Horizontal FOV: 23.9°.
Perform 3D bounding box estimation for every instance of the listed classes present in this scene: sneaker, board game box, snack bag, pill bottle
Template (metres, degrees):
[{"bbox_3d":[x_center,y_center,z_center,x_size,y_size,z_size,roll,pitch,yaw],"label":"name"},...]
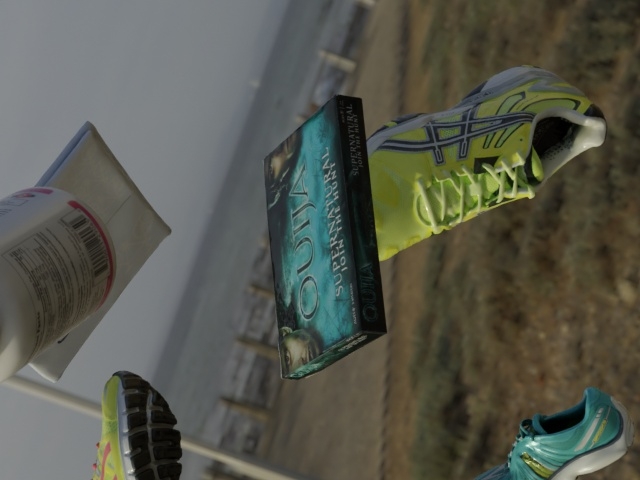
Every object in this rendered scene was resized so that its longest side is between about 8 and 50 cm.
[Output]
[{"bbox_3d":[0.321,0.302,2.193,0.275,0.110,0.107,-36,20,20],"label":"sneaker"},{"bbox_3d":[0.000,0.000,1.139,0.126,0.026,0.186,-37,53,54],"label":"board game box"},{"bbox_3d":[0.179,-0.094,1.823,0.385,0.145,0.147,-35,33,-20],"label":"sneaker"},{"bbox_3d":[-0.366,0.036,2.207,0.323,0.037,0.342,-55,-28,-15],"label":"snack bag"},{"bbox_3d":[-0.339,0.058,1.537,0.160,0.160,0.283,-68,-11,25],"label":"pill bottle"},{"bbox_3d":[-0.169,0.214,1.261,0.081,0.094,0.208,13,-112,-63],"label":"sneaker"}]
